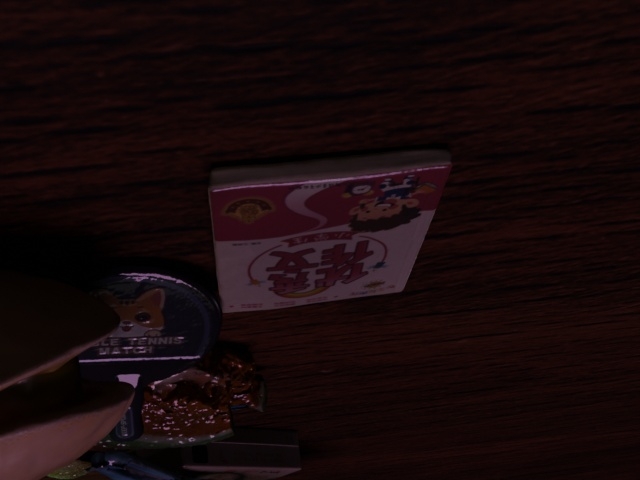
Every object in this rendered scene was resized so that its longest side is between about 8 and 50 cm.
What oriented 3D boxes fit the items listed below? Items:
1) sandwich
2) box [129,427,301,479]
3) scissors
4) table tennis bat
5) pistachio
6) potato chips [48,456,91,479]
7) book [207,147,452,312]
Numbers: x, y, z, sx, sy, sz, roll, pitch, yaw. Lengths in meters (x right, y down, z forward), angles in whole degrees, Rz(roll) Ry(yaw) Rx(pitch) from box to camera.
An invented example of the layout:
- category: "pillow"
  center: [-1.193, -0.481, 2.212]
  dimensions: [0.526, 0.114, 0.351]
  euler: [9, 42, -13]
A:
- category: "sandwich"
  center: [-0.149, 0.162, 0.949]
  dimensions: [0.159, 0.079, 0.235]
  euler: [-28, 149, 37]
- category: "box"
  center: [-0.146, 0.306, 1.302]
  dimensions: [0.201, 0.058, 0.141]
  euler: [13, 149, -38]
- category: "scissors"
  center: [-0.208, 0.309, 1.179]
  dimensions: [0.180, 0.032, 0.393]
  euler: [-9, 155, 6]
- category: "table tennis bat"
  center: [-0.163, 0.098, 0.796]
  dimensions: [0.150, 0.027, 0.236]
  euler: [0, 136, -14]
- category: "pistachio"
  center: [-0.294, 0.112, 0.655]
  dimensions: [0.318, 0.193, 0.214]
  euler: [-13, -168, -4]
- category: "potato chips"
  center: [-0.374, 0.295, 1.248]
  dimensions: [0.209, 0.026, 0.142]
  euler: [11, 153, -33]
- category: "book"
  center: [0.000, 0.000, 0.706]
  dimensions: [0.162, 0.022, 0.232]
  euler: [-5, 155, -7]
